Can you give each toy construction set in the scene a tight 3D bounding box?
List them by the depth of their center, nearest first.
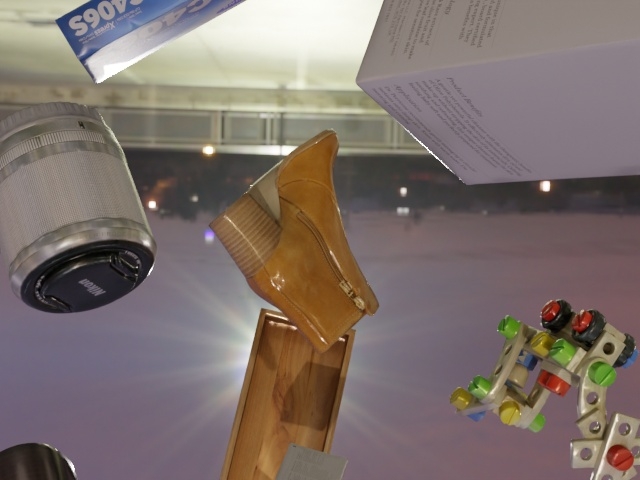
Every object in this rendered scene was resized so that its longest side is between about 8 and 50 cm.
[{"bbox_3d":[0.316,0.197,1.418,0.151,0.215,0.328,36,177,-26],"label":"toy construction set"}]

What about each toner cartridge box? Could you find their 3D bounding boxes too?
[{"bbox_3d":[-0.226,-0.372,1.631,0.348,0.075,0.165,-30,179,-5],"label":"toner cartridge box"}]

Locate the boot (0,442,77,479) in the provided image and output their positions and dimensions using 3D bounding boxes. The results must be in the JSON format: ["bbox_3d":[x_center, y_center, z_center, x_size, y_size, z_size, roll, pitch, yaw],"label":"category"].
[{"bbox_3d":[-0.177,0.336,0.896,0.096,0.280,0.264,-22,147,-1],"label":"boot"}]

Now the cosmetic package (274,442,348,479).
[{"bbox_3d":[-0.033,0.404,1.579,0.099,0.060,0.239,17,-153,7],"label":"cosmetic package"}]

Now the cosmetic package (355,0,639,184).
[{"bbox_3d":[0.236,-0.157,0.865,0.365,0.155,0.197,-1,152,43],"label":"cosmetic package"}]

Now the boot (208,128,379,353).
[{"bbox_3d":[0.000,0.000,1.280,0.104,0.211,0.295,-36,-172,36],"label":"boot"}]

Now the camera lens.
[{"bbox_3d":[-0.384,-0.043,1.602,0.219,0.274,0.219,-19,154,-10],"label":"camera lens"}]

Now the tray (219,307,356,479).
[{"bbox_3d":[-0.071,0.362,2.145,0.203,0.411,0.076,13,166,-1],"label":"tray"}]
